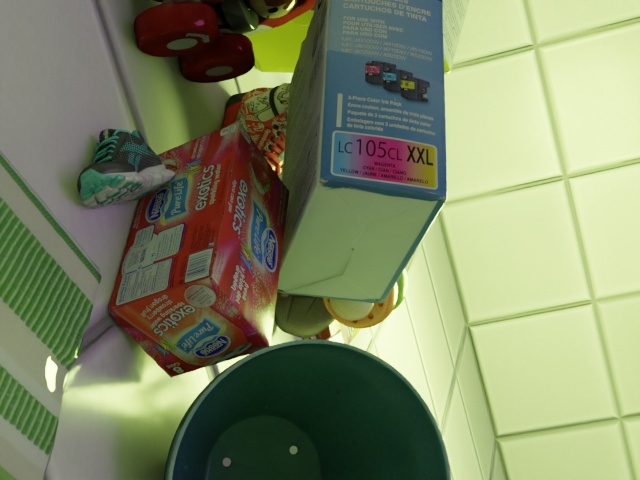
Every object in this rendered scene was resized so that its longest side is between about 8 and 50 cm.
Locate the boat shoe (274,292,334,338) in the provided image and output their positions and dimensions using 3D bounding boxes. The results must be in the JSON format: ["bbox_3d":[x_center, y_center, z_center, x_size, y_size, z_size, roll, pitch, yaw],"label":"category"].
[{"bbox_3d":[0.032,0.008,1.587,0.130,0.132,0.355,100,16,-61],"label":"boat shoe"}]

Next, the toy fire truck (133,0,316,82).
[{"bbox_3d":[-0.092,-0.325,1.284,0.302,0.254,0.169,18,61,-72],"label":"toy fire truck"}]

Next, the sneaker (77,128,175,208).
[{"bbox_3d":[-0.213,-0.079,1.060,0.076,0.065,0.166,61,13,0],"label":"sneaker"}]

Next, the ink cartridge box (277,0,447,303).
[{"bbox_3d":[0.046,-0.159,1.267,0.270,0.151,0.395,115,-21,-58],"label":"ink cartridge box"}]

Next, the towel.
[{"bbox_3d":[-0.267,0.073,0.770,0.324,0.038,0.248,-85,156,-43],"label":"towel"}]

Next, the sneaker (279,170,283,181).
[{"bbox_3d":[-0.051,-0.107,1.615,0.094,0.090,0.235,58,18,-7],"label":"sneaker"}]

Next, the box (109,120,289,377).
[{"bbox_3d":[-0.125,0.006,1.127,0.122,0.128,0.256,55,25,-36],"label":"box"}]

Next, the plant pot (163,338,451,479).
[{"bbox_3d":[-0.035,0.255,1.085,0.195,0.290,0.290,154,-74,-70],"label":"plant pot"}]

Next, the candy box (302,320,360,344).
[{"bbox_3d":[0.013,0.123,1.687,0.187,0.053,0.109,-38,114,-74],"label":"candy box"}]

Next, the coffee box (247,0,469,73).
[{"bbox_3d":[0.033,-0.481,1.553,0.338,0.338,0.334,56,44,-54],"label":"coffee box"}]

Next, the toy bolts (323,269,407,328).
[{"bbox_3d":[0.000,0.000,1.383,0.158,0.229,0.218,-20,119,-74],"label":"toy bolts"}]

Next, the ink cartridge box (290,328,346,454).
[{"bbox_3d":[-0.008,0.310,1.339,0.207,0.119,0.353,-18,96,-74],"label":"ink cartridge box"}]

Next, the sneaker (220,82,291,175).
[{"bbox_3d":[-0.066,-0.132,1.430,0.270,0.145,0.090,-84,156,-48],"label":"sneaker"}]
